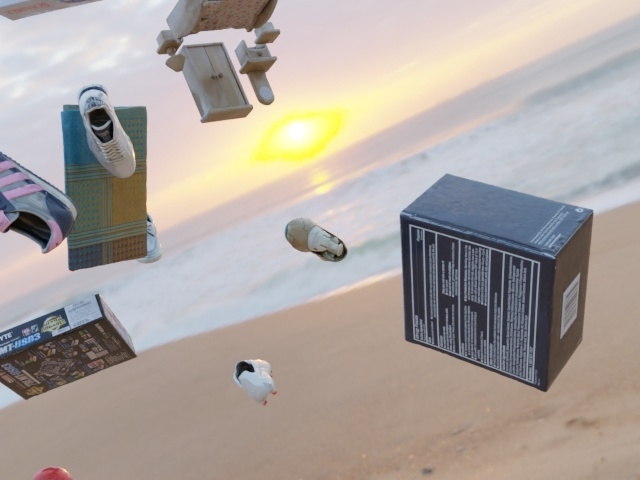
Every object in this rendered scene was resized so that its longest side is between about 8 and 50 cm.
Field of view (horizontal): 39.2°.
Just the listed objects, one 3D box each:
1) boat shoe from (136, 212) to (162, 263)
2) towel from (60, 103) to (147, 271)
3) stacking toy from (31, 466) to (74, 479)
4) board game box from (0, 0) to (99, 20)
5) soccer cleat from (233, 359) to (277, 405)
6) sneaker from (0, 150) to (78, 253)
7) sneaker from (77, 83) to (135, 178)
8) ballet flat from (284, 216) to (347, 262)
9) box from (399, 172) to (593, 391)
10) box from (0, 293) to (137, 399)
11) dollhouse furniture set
[{"bbox_3d":[-0.487,-0.017,2.462,0.079,0.081,0.227,-13,32,-13],"label":"boat shoe"},{"bbox_3d":[-0.496,-0.128,2.080,0.040,0.370,0.271,5,8,28],"label":"towel"},{"bbox_3d":[-0.542,0.529,1.651,0.141,0.141,0.330,-23,14,18],"label":"stacking toy"},{"bbox_3d":[-0.481,-0.600,1.699,0.318,0.318,0.066,-4,-9,28],"label":"board game box"},{"bbox_3d":[-0.127,0.244,1.645,0.068,0.076,0.196,-47,12,-5],"label":"soccer cleat"},{"bbox_3d":[-0.645,-0.090,1.803,0.112,0.319,0.131,-44,25,38],"label":"sneaker"},{"bbox_3d":[-0.456,-0.216,1.922,0.090,0.235,0.095,-25,42,-7],"label":"sneaker"},{"bbox_3d":[0.000,0.000,1.826,0.067,0.073,0.206,14,-3,27],"label":"ballet flat"},{"bbox_3d":[0.313,0.067,1.622,0.294,0.296,0.183,18,39,31],"label":"box"},{"bbox_3d":[-0.607,0.256,2.095,0.293,0.073,0.295,-20,-25,-5],"label":"box"},{"bbox_3d":[-0.143,-0.407,1.841,0.303,0.174,0.355,-14,-15,-37],"label":"dollhouse furniture set"}]
